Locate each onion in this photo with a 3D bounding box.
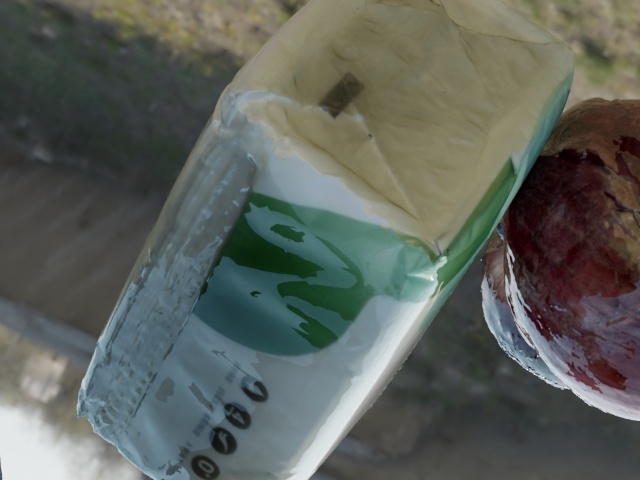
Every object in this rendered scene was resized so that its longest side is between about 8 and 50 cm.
[{"bbox_3d":[0.295,0.042,1.666,0.219,0.252,0.252,23,175,-35],"label":"onion"},{"bbox_3d":[0.201,-0.012,1.123,0.120,0.227,0.283,27,-169,-44],"label":"onion"}]

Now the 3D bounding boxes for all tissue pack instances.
[{"bbox_3d":[0.001,0.001,1.099,0.194,0.266,0.356,35,134,4],"label":"tissue pack"}]

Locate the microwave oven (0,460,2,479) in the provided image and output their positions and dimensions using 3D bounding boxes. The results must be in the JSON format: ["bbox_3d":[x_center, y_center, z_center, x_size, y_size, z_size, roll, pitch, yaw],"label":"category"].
[{"bbox_3d":[-0.410,0.013,0.969,0.374,0.236,0.432,-10,-148,-21],"label":"microwave oven"}]
